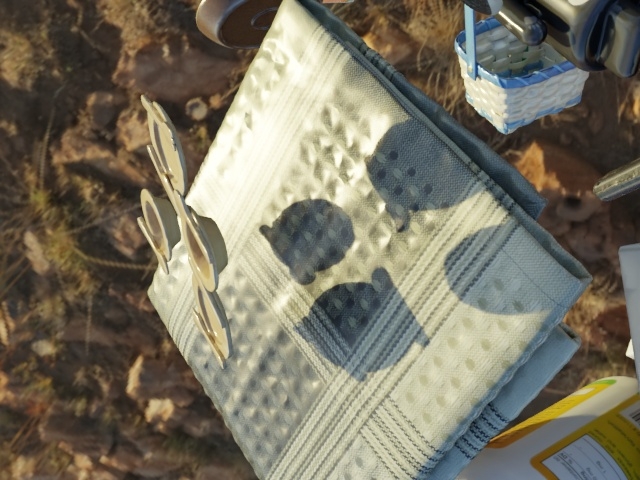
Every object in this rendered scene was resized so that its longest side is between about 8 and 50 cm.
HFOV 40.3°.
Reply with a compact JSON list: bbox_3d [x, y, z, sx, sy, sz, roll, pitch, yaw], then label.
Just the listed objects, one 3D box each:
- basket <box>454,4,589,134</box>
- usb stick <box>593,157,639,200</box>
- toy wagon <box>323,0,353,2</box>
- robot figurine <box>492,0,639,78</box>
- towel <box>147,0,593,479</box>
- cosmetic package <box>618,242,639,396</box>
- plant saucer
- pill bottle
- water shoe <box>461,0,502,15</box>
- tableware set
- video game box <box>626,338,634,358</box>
[{"bbox_3d":[0.358,-0.351,1.529,0.255,0.201,0.288,-21,141,-16],"label":"basket"},{"bbox_3d":[0.505,-0.115,1.283,0.045,0.077,0.278,59,158,2],"label":"usb stick"},{"bbox_3d":[-0.057,-0.554,1.547,0.345,0.068,0.267,27,148,-17],"label":"toy wagon"},{"bbox_3d":[0.355,-0.336,1.172,0.278,0.209,0.173,53,123,34],"label":"robot figurine"},{"bbox_3d":[0.009,0.034,0.627,0.312,0.056,0.324,52,127,30],"label":"towel"},{"bbox_3d":[0.293,0.108,0.608,0.085,0.118,0.230,172,89,-68],"label":"cosmetic package"},{"bbox_3d":[-0.066,-0.279,1.060,0.168,0.168,0.029,-30,74,36],"label":"plant saucer"},{"bbox_3d":[0.179,0.209,0.676,0.136,0.246,0.136,31,130,45],"label":"pill bottle"},{"bbox_3d":[0.172,-0.346,0.992,0.073,0.080,0.203,36,170,49],"label":"water shoe"},{"bbox_3d":[-0.091,-0.003,0.576,0.141,0.020,0.168,59,157,29],"label":"tableware set"},{"bbox_3d":[0.749,0.156,1.845,0.048,0.205,0.187,27,165,-10],"label":"video game box"}]
